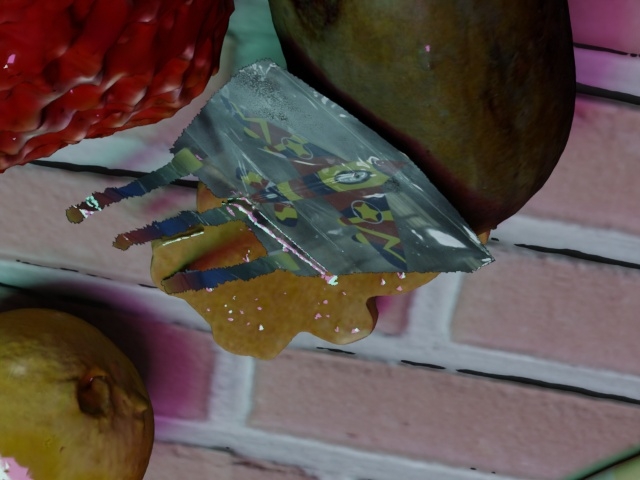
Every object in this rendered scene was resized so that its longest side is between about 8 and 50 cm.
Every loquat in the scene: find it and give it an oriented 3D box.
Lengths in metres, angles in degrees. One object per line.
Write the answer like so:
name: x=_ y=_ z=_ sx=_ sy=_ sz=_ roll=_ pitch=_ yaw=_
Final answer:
loquat: x=-0.160 y=0.109 z=0.820 sx=0.141 sy=0.141 sz=0.141 roll=4 pitch=130 yaw=5

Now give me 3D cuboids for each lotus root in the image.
lotus root: x=0.045 y=-0.093 z=0.618 sx=0.123 sy=0.124 sz=0.241 roll=5 pitch=145 yaw=17

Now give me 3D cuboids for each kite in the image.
kite: x=-0.035 y=-0.014 z=0.678 sx=0.141 sy=0.015 sz=0.245 roll=44 pitch=147 yaw=-22

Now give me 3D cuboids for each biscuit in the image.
biscuit: x=-0.005 y=-0.002 z=0.775 sx=0.133 sy=0.027 sz=0.184 roll=37 pitch=123 yaw=-18

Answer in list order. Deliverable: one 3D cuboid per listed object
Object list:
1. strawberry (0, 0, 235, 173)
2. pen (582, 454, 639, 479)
strawberry: x=-0.167 y=-0.155 z=0.523 sx=0.291 sy=0.310 sz=0.292 roll=4 pitch=104 yaw=18
pen: x=0.135 y=0.174 z=0.901 sx=0.233 sy=0.032 sz=0.040 roll=-34 pitch=94 yaw=28
